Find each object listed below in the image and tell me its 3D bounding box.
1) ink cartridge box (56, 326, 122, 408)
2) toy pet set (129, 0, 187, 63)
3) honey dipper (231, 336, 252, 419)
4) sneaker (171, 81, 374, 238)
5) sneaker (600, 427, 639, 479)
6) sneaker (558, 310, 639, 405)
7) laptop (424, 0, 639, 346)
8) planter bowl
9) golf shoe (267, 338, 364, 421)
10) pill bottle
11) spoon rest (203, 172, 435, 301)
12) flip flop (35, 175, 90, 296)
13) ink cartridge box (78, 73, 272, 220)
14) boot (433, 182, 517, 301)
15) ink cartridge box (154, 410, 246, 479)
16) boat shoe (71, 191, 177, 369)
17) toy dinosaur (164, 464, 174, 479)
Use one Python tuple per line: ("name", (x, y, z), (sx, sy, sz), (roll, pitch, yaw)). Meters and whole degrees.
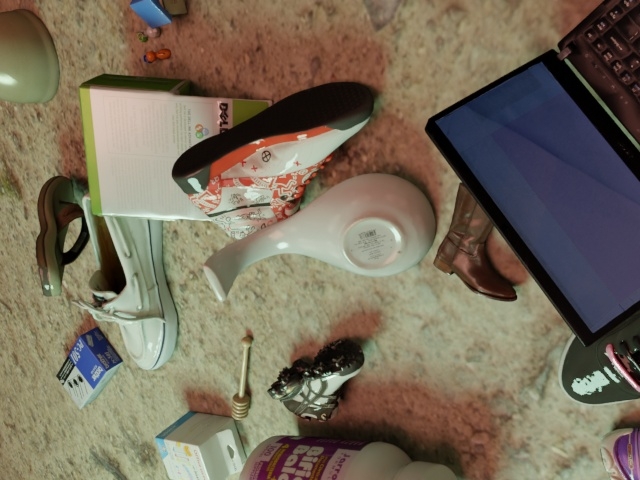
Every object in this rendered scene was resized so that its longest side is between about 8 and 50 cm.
("ink cartridge box", (-0.506, 0.281, 1.274), (0.097, 0.046, 0.207), (50, 130, 8))
("toy pet set", (-0.243, -0.311, 0.806), (0.114, 0.065, 0.122), (2, 110, 37))
("honey dipper", (-0.131, 0.229, 0.979), (0.030, 0.030, 0.161), (21, 118, 29))
("sneaker", (-0.038, -0.090, 0.741), (0.270, 0.090, 0.145), (-20, 133, 17))
("sneaker", (0.361, 0.271, 0.601), (0.071, 0.068, 0.170), (-37, 85, 35))
("sneaker", (0.312, 0.090, 0.504), (0.104, 0.147, 0.296), (50, 130, 8))
("laptop", (0.263, -0.093, 0.454), (0.264, 0.136, 0.234), (-43, 75, 40))
("planter bowl", (-0.548, -0.312, 1.008), (0.162, 0.109, 0.162), (15, 117, 32))
("golf shoe", (0.012, 0.206, 0.840), (0.094, 0.077, 0.198), (50, 138, -5))
("pill bottle", (0.037, 0.365, 0.817), (0.301, 0.169, 0.169), (-13, 101, 39))
("spoon rest", (0.000, 0.000, 0.707), (0.276, 0.084, 0.137), (-14, 117, 10))
("flip flop", (-0.441, -0.013, 1.015), (0.277, 0.080, 0.112), (-116, 22, -50))
("ink cartridge box", (-0.195, -0.129, 0.841), (0.255, 0.097, 0.189), (4, 116, -1))
("boot", (0.184, -0.001, 0.639), (0.106, 0.037, 0.114), (28, 119, 22))
("ink cartridge box", (-0.212, 0.379, 1.064), (0.143, 0.090, 0.092), (-7, 104, 39))
("boat shoe", (-0.344, 0.082, 0.992), (0.135, 0.156, 0.367), (19, 119, 30))
("toy dinosaur", (-0.239, 0.526, 1.171), (0.268, 0.064, 0.118), (52, 137, 11))
